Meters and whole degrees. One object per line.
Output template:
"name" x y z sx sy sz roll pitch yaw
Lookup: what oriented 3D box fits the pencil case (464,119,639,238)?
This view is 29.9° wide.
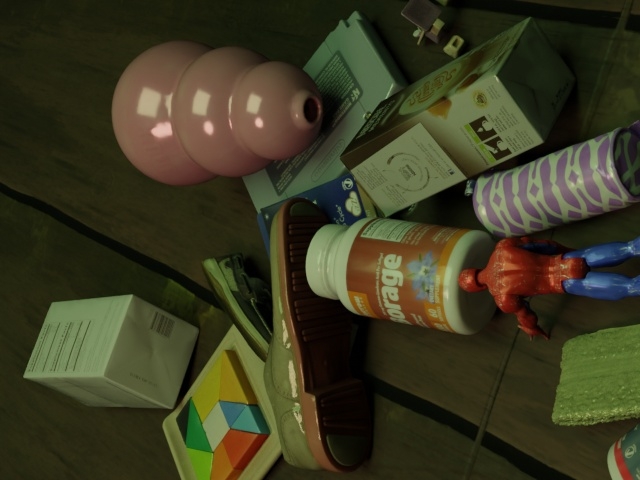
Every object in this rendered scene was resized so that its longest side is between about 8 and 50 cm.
"pencil case" 0.264 -0.062 1.313 0.206 0.086 0.088 -15 45 45

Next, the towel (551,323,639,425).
"towel" 0.304 0.136 1.220 0.148 0.027 0.110 -18 43 43

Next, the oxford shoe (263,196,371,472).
"oxford shoe" -0.033 0.122 1.521 0.130 0.123 0.348 -14 79 45

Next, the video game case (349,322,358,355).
"video game case" 0.000 0.159 1.591 0.087 0.011 0.122 16 90 43

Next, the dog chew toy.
"dog chew toy" -0.133 -0.175 1.646 0.331 0.206 0.207 5 82 42

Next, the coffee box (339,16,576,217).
"coffee box" 0.158 -0.140 1.399 0.246 0.098 0.141 -26 20 41

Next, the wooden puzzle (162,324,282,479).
"wooden puzzle" -0.135 0.260 1.698 0.239 0.044 0.221 -52 45 25

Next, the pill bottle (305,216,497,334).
"pill bottle" 0.094 0.037 1.409 0.216 0.121 0.121 8 84 36

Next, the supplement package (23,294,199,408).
"supplement package" -0.327 0.175 1.857 0.244 0.139 0.134 -7 59 48

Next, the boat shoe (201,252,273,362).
"boat shoe" -0.098 0.085 1.685 0.073 0.080 0.223 -30 42 -10

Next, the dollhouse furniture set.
"dollhouse furniture set" 0.168 -0.298 1.554 0.114 0.091 0.081 -54 -3 -9

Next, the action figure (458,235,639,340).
"action figure" 0.288 0.043 1.256 0.280 0.139 0.091 -4 71 26

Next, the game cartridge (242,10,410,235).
"game cartridge" 0.004 -0.147 1.661 0.297 0.062 0.198 -49 50 27

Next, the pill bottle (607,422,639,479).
"pill bottle" 0.362 0.181 1.097 0.180 0.108 0.108 -47 47 28

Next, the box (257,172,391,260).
"box" 0.000 0.000 1.586 0.225 0.036 0.136 -20 86 42
